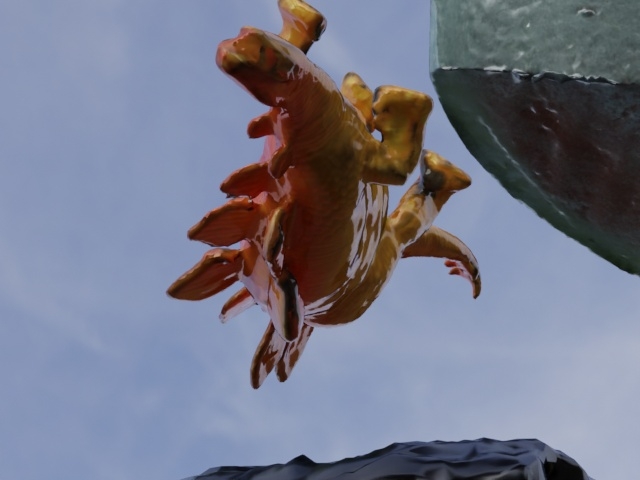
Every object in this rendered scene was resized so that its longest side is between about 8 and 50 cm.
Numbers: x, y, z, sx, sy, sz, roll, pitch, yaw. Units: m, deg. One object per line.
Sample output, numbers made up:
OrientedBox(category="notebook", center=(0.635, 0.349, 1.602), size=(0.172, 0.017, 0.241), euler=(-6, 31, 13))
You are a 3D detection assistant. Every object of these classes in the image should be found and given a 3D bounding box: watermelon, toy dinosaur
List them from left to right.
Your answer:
OrientedBox(category="toy dinosaur", center=(0.000, 0.000, 0.703), size=(0.117, 0.070, 0.288), euler=(-51, -23, -6))
OrientedBox(category="watermelon", center=(0.246, -0.139, 1.386), size=(0.387, 0.228, 0.258), euler=(47, -34, -22))

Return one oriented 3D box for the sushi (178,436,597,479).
OrientedBox(category="sushi", center=(0.030, 0.208, 0.452), size=(0.170, 0.211, 0.350), euler=(-2, -61, 25))
